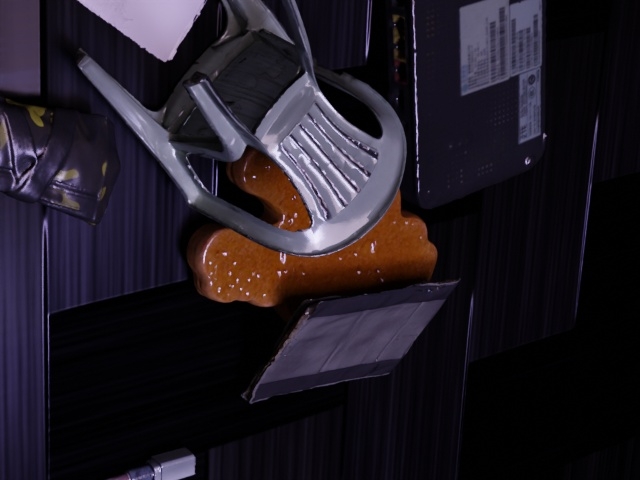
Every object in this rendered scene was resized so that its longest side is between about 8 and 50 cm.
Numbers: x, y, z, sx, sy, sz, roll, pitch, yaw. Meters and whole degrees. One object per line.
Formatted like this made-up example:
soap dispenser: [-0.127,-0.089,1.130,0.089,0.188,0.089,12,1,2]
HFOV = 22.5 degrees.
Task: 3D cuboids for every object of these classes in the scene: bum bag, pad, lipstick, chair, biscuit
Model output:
bum bag: [-0.275,-0.081,1.446,0.232,0.060,0.107,16,87,-46]
pad: [0.035,0.108,1.775,0.233,0.022,0.174,-9,143,-41]
lipstick: [-0.183,0.244,1.685,0.107,0.025,0.025,-13,115,-32]
chair: [-0.059,-0.130,1.530,0.203,0.190,0.275,-54,141,-14]
pad: [-0.178,-0.282,1.491,0.232,0.004,0.156,34,83,-44]
biscuit: [0.000,0.000,1.738,0.334,0.047,0.202,20,94,-43]

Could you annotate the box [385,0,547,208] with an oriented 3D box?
box: [0.164,-0.223,1.789,0.211,0.058,0.350,-23,122,-35]
